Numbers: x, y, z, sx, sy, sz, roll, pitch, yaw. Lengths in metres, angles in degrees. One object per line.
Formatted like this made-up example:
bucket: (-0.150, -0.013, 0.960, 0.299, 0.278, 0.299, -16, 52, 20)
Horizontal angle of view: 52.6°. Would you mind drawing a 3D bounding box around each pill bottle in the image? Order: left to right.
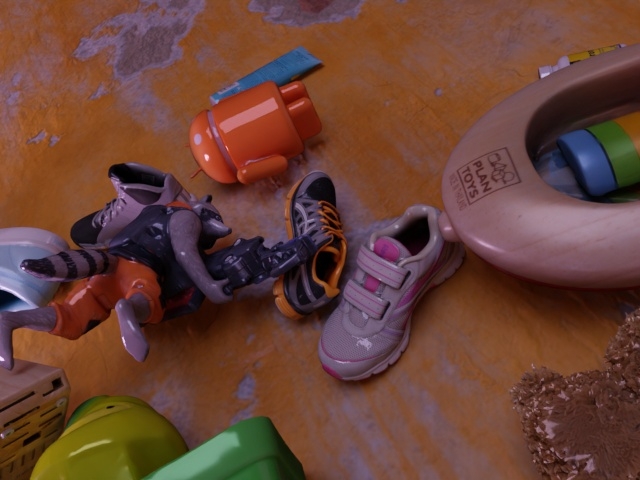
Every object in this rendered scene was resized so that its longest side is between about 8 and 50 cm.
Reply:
pill bottle: (0.370, -0.232, 0.909, 0.116, 0.065, 0.065, -9, 52, 17)

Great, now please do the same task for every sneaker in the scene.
sneaker: (-0.583, 0.080, 1.022, 0.366, 0.135, 0.150, -13, 48, 15)
sneaker: (-0.319, -0.066, 1.024, 0.228, 0.132, 0.086, -14, 50, 12)
sneaker: (0.000, 0.000, 0.863, 0.083, 0.084, 0.215, -19, 55, 41)
sneaker: (0.076, 0.051, 0.783, 0.103, 0.111, 0.252, 23, 66, 34)

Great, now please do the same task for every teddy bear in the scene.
teddy bear: (0.355, 0.160, 0.603, 0.338, 0.113, 0.245, -31, 56, -12)

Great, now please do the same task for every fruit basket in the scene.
fruit basket: (-0.197, 0.281, 0.633, 0.392, 0.283, 0.392, -4, 59, 6)

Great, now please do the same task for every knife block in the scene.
knife block: (-0.429, 0.188, 0.805, 0.242, 0.276, 0.088, 42, 42, 17)

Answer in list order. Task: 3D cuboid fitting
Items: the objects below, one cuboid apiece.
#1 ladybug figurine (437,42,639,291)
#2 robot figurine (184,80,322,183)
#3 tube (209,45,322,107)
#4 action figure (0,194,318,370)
ladybug figurine: (0.353, -0.074, 0.729, 0.449, 0.162, 0.305, -16, 50, 10)
robot figurine: (-0.111, -0.168, 1.019, 0.219, 0.128, 0.158, -23, 92, 4)
tube: (-0.100, -0.287, 1.162, 0.207, 0.052, 0.080, -34, 54, -12)
action figure: (-0.192, 0.023, 0.804, 0.341, 0.178, 0.330, -21, 16, 24)
